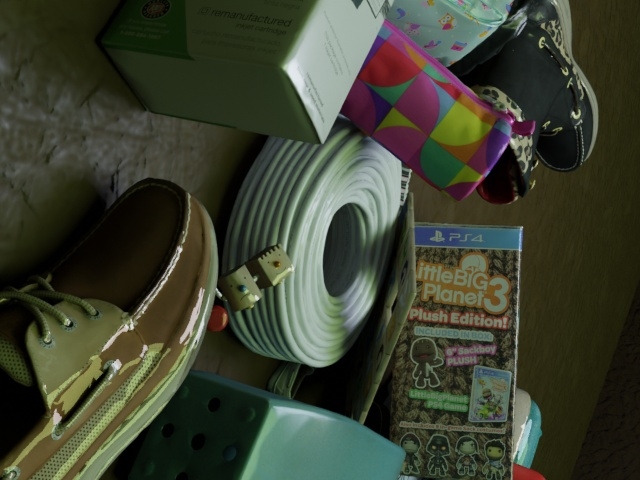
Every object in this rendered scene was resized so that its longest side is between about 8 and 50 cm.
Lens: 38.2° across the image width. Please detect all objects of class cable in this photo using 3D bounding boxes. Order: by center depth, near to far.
[{"bbox_3d":[0.000,0.000,0.930,0.257,0.089,0.257,-60,149,-30],"label":"cable"}]

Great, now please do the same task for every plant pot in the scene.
[{"bbox_3d":[-0.058,0.218,0.853,0.234,0.165,0.166,48,60,-54],"label":"plant pot"}]

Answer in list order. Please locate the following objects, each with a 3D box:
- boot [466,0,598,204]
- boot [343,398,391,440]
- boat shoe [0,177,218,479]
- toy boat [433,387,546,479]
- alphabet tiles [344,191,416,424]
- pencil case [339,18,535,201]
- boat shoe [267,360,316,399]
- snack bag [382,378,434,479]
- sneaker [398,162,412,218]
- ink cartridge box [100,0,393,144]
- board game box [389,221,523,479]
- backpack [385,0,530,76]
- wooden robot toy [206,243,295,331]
[{"bbox_3d":[0.304,-0.170,1.383,0.284,0.138,0.377,-62,146,-29],"label":"boot"},{"bbox_3d":[0.010,0.261,1.082,0.236,0.085,0.178,-63,147,-28],"label":"boot"},{"bbox_3d":[-0.174,0.082,0.605,0.324,0.123,0.116,-64,149,-26],"label":"boat shoe"},{"bbox_3d":[0.276,0.354,1.369,0.267,0.148,0.318,-64,-176,-6],"label":"toy boat"},{"bbox_3d":[0.063,0.092,1.012,0.198,0.009,0.237,-83,-170,-58],"label":"alphabet tiles"},{"bbox_3d":[0.072,-0.139,0.847,0.104,0.236,0.104,-55,-178,3],"label":"pencil case"},{"bbox_3d":[-0.020,0.135,1.016,0.100,0.035,0.035,-53,145,-37],"label":"boat shoe"},{"bbox_3d":[0.122,0.327,1.383,0.342,0.037,0.323,-50,142,-42],"label":"snack bag"},{"bbox_3d":[0.067,-0.059,1.060,0.170,0.063,0.075,84,26,-42],"label":"sneaker"},{"bbox_3d":[-0.035,-0.194,0.694,0.219,0.160,0.092,-66,151,-22],"label":"ink cartridge box"},{"bbox_3d":[0.171,0.134,1.149,0.232,0.141,0.291,31,62,-78],"label":"board game box"},{"bbox_3d":[0.104,-0.244,0.919,0.182,0.152,0.115,25,52,-28],"label":"backpack"},{"bbox_3d":[-0.108,0.038,0.753,0.173,0.076,0.079,-31,98,-15],"label":"wooden robot toy"}]
